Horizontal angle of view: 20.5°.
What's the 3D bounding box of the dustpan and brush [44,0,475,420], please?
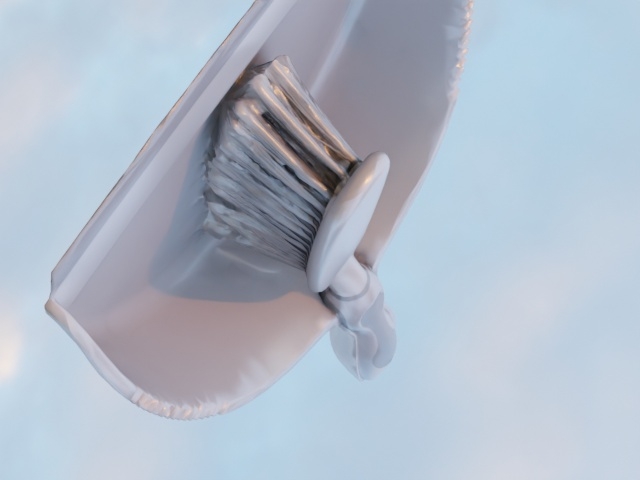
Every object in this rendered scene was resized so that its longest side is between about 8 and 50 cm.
[{"bbox_3d":[0.000,0.000,0.493,0.147,0.060,0.211,-54,172,-13],"label":"dustpan and brush"}]
